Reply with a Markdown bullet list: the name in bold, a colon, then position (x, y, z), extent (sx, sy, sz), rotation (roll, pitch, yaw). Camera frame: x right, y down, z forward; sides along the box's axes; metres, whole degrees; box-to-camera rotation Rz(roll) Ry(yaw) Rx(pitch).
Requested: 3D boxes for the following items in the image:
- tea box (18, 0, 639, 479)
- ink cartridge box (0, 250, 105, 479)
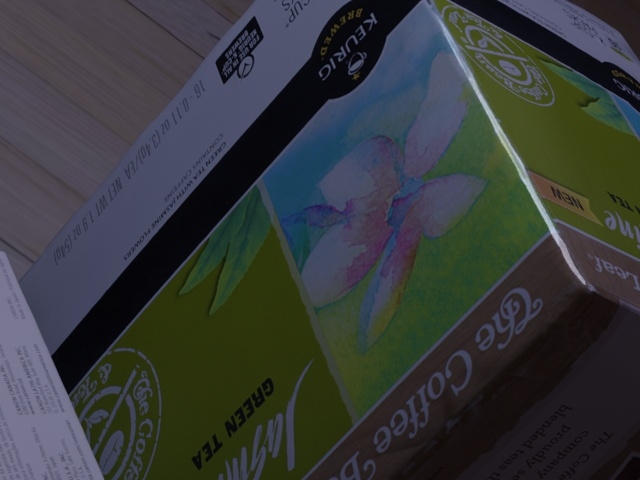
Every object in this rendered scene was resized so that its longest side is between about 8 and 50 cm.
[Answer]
- **tea box**: position (0.039, 0.059, 0.946), extent (0.220, 0.329, 0.323), rotation (23, 29, -37)
- **ink cartridge box**: position (-0.229, 0.082, 0.870), extent (0.224, 0.056, 0.181), rotation (-2, 45, -33)
